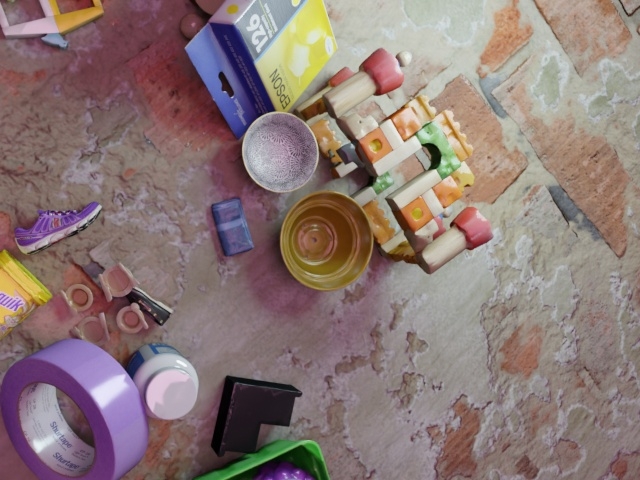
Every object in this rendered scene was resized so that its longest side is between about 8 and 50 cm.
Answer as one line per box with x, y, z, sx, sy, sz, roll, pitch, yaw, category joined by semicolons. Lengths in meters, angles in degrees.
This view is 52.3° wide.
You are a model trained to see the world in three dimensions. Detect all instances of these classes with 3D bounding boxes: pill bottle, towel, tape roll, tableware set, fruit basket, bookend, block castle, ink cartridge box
-0.304;0.272;1.250;0.124;0.221;0.124;0;91;-21;pill bottle
-0.189;-0.028;1.396;0.067;0.029;0.119;-17;97;-20;towel
-0.445;0.320;1.172;0.090;0.275;0.274;-31;105;-59;tape roll
-0.425;0.132;1.283;0.169;0.020;0.141;-23;97;3;tableware set
-0.122;0.582;1.250;0.392;0.392;0.283;-20;98;-20;fruit basket
-0.137;0.383;1.397;0.157;0.072;0.156;13;87;-22;bookend
0.166;-0.169;1.391;0.213;0.303;0.453;-35;102;-11;block castle
-0.101;-0.386;1.306;0.072;0.303;0.307;28;75;23;ink cartridge box

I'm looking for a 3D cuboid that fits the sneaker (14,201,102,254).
-0.505;-0.036;1.254;0.170;0.068;0.071;-28;95;-18;sneaker

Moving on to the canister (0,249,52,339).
-0.610;0.120;1.210;0.170;0.073;0.126;-44;105;-14;canister

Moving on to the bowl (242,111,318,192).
-0.096;-0.185;1.403;0.170;0.080;0.170;0;90;-21;bowl

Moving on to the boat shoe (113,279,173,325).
-0.364;0.126;1.318;0.133;0.049;0.042;39;69;-22;boat shoe

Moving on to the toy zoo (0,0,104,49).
-0.546;-0.511;1.251;0.192;0.030;0.293;-22;98;-20;toy zoo

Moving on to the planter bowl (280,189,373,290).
0.000;0.000;1.437;0.217;0.090;0.217;0;91;-22;planter bowl

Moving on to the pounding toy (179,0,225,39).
-0.171;-0.504;1.348;0.183;0.110;0.236;24;93;24;pounding toy
